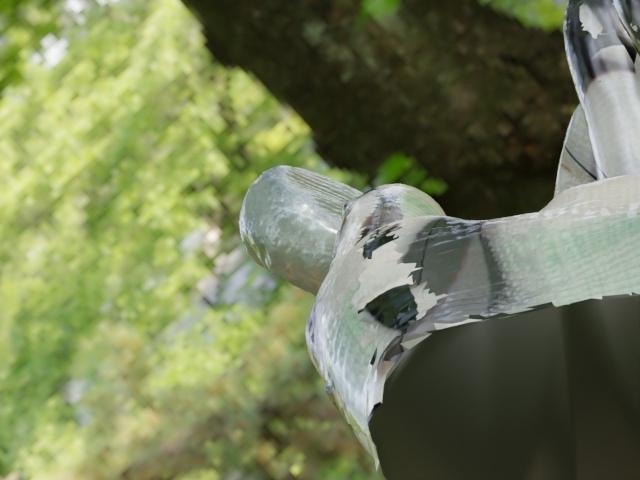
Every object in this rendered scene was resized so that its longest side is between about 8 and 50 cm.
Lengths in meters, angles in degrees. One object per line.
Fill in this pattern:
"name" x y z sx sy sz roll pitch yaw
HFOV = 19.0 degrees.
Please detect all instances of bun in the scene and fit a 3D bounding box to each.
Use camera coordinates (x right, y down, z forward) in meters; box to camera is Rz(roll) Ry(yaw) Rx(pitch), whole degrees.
"bun" 0.000 0.000 0.826 0.045 0.083 0.083 -64 -6 16

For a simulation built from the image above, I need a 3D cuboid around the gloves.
"gloves" 0.068 0.006 0.443 0.127 0.111 0.212 -43 -2 22
